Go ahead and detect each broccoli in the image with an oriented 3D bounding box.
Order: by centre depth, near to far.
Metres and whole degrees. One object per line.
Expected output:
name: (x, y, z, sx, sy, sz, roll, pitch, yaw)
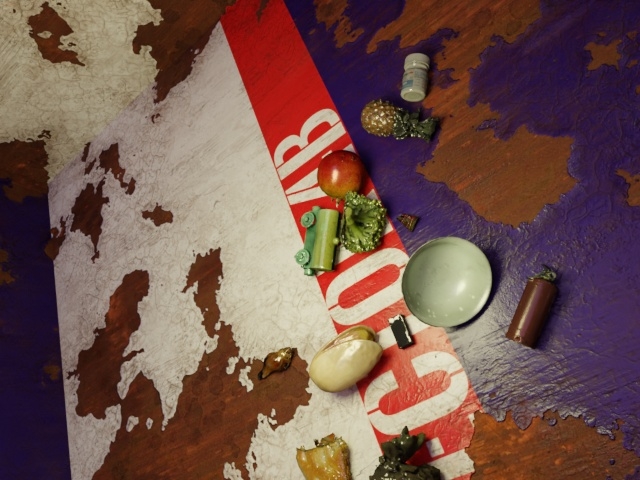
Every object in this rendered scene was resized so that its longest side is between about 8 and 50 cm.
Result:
broccoli: (0.171, -0.072, 1.865, 0.181, 0.273, 0.242, 4, 77, 0)

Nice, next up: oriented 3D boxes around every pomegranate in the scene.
pomegranate: (0.087, -0.260, 1.989, 0.210, 0.210, 0.235, 24, 128, 36)

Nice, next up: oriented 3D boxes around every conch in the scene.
conch: (-0.198, 0.511, 2.014, 0.233, 0.080, 0.086, -27, 55, 25)

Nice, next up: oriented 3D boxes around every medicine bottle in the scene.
medicine bottle: (0.388, -0.664, 1.963, 0.105, 0.105, 0.168, 2, 77, 34)

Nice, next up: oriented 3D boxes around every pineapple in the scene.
pineapple: (0.325, -0.485, 1.941, 0.310, 0.141, 0.170, 20, 63, 29)

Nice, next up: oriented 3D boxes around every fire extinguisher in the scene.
fire extinguisher: (0.678, 0.201, 1.525, 0.105, 0.105, 0.268, 21, 88, 36)

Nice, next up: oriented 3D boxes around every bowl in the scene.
bowl: (0.415, 0.128, 1.663, 0.313, 0.313, 0.146, -57, 10, 6)

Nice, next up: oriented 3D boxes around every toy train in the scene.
toy train: (0.006, 0.002, 2.012, 0.190, 0.126, 0.307, 2, 75, 25)

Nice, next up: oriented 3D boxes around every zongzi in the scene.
zongzi: (0.324, -0.079, 1.851, 0.083, 0.074, 0.067, 38, 117, 36)

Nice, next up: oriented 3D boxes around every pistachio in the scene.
pistachio: (0.087, 0.440, 1.784, 0.299, 0.187, 0.187, -44, 57, 14)

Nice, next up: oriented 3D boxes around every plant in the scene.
plant: (0.270, 0.766, 1.546, 0.213, 0.215, 0.312, -17, 72, 24)

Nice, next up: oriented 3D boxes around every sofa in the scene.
sofa: (0.298, 0.334, 1.766, 0.060, 0.039, 0.117, -32, 61, 23)

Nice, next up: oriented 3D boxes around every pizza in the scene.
pizza: (0.040, 0.820, 1.762, 0.290, 0.081, 0.228, 26, 97, 35)
